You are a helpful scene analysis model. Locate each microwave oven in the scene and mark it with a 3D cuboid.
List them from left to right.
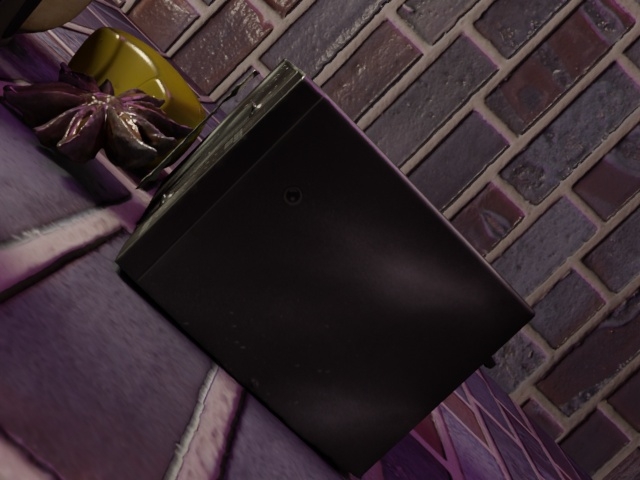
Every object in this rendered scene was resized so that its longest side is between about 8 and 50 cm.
[{"bbox_3d":[0.000,0.000,0.993,0.374,0.236,0.432,44,7,-12],"label":"microwave oven"}]

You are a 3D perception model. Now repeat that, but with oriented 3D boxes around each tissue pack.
[{"bbox_3d":[-0.230,-0.177,1.144,0.178,0.123,0.127,47,10,23],"label":"tissue pack"}]

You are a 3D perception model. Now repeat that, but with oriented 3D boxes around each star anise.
[{"bbox_3d":[-0.228,-0.119,0.920,0.195,0.065,0.182,18,26,-13],"label":"star anise"}]

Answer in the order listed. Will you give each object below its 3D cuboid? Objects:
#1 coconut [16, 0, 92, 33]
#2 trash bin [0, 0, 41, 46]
[{"bbox_3d":[-0.377,-0.369,1.099,0.222,0.202,0.202,53,9,26],"label":"coconut"},{"bbox_3d":[-0.368,-0.323,0.854,0.290,0.209,0.182,27,19,-53],"label":"trash bin"}]
